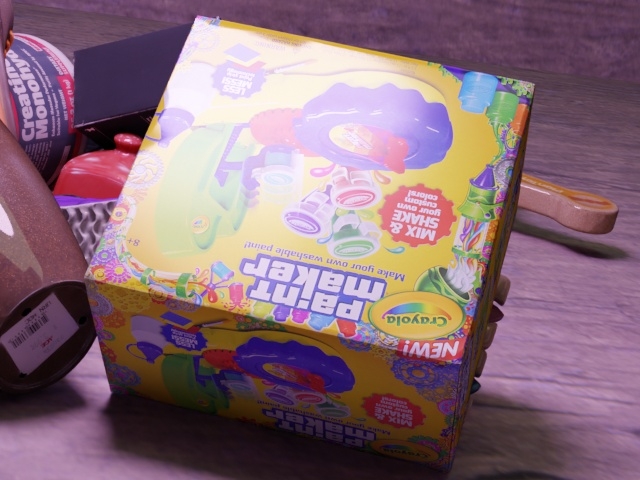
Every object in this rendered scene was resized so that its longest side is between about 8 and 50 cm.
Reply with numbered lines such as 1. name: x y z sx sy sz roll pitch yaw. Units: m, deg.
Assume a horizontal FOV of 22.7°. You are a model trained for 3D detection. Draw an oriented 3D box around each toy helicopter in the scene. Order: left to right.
1. toy helicopter: 0.217 -0.080 2.096 0.355 0.140 0.235 20 19 25

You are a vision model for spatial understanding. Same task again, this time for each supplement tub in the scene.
1. supplement tub: -0.394 -0.125 1.731 0.191 0.191 0.272 16 16 23

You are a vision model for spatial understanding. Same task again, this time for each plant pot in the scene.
1. plant pot: -0.287 0.017 1.300 0.215 0.215 0.230 -6 35 -47

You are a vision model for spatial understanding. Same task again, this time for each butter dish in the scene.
1. butter dish: -0.217 -0.060 1.750 0.160 0.118 0.160 16 16 21

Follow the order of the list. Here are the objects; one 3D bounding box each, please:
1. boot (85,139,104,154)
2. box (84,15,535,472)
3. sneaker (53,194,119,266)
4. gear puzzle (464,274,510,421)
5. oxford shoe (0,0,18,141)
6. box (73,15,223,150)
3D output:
1. boot: -0.304 -0.165 2.130 0.246 0.094 0.207 7 17 -40
2. box: 0.000 0.000 1.295 0.289 0.177 0.279 12 56 9
3. sneaker: -0.212 -0.002 1.527 0.293 0.102 0.146 3 10 1
4. gear puzzle: -0.011 0.052 1.416 0.338 0.044 0.175 20 58 3
5. oxford shoe: -0.342 -0.194 1.566 0.130 0.364 0.132 -31 -25 27
6. box: -0.141 -0.143 1.834 0.184 0.103 0.261 -13 -22 18
